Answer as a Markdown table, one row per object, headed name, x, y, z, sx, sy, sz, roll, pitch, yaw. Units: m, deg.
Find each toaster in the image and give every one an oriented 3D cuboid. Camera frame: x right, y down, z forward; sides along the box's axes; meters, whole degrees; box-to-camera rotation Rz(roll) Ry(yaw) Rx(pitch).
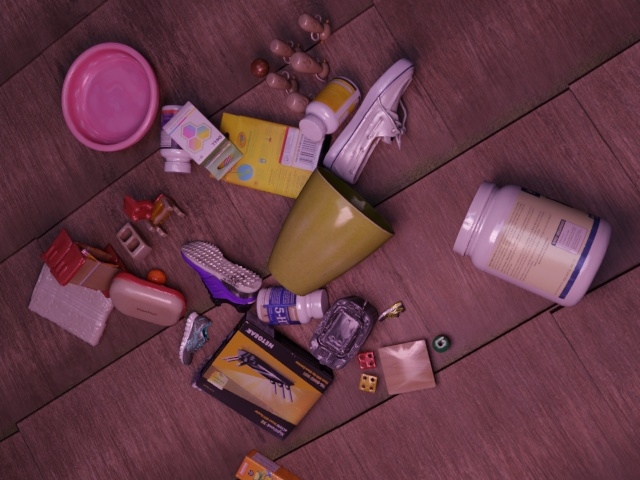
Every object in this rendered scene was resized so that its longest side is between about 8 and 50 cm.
| name | x | y | z | sx | sy | sz | roll | pitch | yaw |
| --- | --- | --- | --- | --- | --- | --- | --- | --- | --- |
| toaster | 0.073 | 0.240 | 1.809 | 0.129 | 0.146 | 0.227 | 33 | 100 | 12 |

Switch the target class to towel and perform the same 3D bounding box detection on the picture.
| name | x | y | z | sx | sy | sz | roll | pitch | yaw |
| --- | --- | --- | --- | --- | --- | --- | --- | --- | --- |
| towel | -0.795 | 0.197 | 2.105 | 0.282 | 0.049 | 0.187 | 27 | 99 | 13 |

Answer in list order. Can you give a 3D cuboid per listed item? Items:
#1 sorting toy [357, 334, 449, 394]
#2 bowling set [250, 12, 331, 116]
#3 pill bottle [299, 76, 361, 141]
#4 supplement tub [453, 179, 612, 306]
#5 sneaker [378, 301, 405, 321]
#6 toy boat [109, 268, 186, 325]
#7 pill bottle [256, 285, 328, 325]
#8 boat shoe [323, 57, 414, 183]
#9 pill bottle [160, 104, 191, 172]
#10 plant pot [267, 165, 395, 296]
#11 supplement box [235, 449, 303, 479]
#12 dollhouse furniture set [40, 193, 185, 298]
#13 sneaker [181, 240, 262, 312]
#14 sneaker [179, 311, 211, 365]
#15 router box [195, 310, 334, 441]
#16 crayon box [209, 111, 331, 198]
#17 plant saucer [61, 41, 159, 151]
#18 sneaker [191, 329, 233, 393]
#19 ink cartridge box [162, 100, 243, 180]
| name | x | y | z | sx | sy | sz | roll | pitch | yaw |
| --- | --- | --- | --- | --- | --- | --- | --- | --- | --- |
| sorting toy | 0.233 | 0.350 | 1.818 | 0.275 | 0.046 | 0.132 | -14 | 87 | 15 |
| bowling set | -0.080 | -0.496 | 1.861 | 0.200 | 0.154 | 0.287 | 15 | 97 | 34 |
| pill bottle | 0.024 | -0.357 | 1.794 | 0.103 | 0.103 | 0.184 | 32 | 62 | 13 |
| supplement tub | 0.521 | 0.001 | 1.634 | 0.325 | 0.235 | 0.235 | 24 | 97 | 14 |
| sneaker | 0.199 | 0.206 | 1.832 | 0.083 | 0.031 | 0.035 | -38 | 82 | 13 |
| toy boat | -0.514 | 0.151 | 1.984 | 0.231 | 0.151 | 0.151 | 19 | 137 | -11 |
| pill bottle | -0.077 | 0.184 | 1.868 | 0.187 | 0.112 | 0.112 | -5 | 90 | 16 |
| boat shoe | 0.169 | -0.305 | 1.780 | 0.156 | 0.136 | 0.367 | 40 | 104 | 12 |
| pill bottle | -0.423 | -0.300 | 1.959 | 0.108 | 0.108 | 0.193 | 3 | 92 | 16 |
| plant pot | 0.000 | 0.000 | 1.758 | 0.275 | 0.275 | 0.293 | 43 | 101 | 11 |
| supplement box | -0.127 | 0.709 | 1.909 | 0.233 | 0.080 | 0.078 | 28 | 96 | 16 |
| dollhouse furniture set | -0.621 | -0.018 | 1.966 | 0.374 | 0.201 | 0.152 | -48 | 59 | 5 |
| sneaker | -0.310 | 0.119 | 1.940 | 0.293 | 0.102 | 0.146 | 32 | 125 | 25 |
| sneaker | -0.376 | 0.303 | 1.982 | 0.076 | 0.065 | 0.166 | 15 | 96 | 11 |
| router box | -0.156 | 0.385 | 1.852 | 0.309 | 0.081 | 0.243 | 36 | 100 | -11 |
| crayon box | -0.146 | -0.242 | 1.896 | 0.319 | 0.081 | 0.202 | 16 | 95 | 14 |
| plant saucer | -0.639 | -0.438 | 2.031 | 0.332 | 0.084 | 0.332 | 0 | 91 | 17 |
| sneaker | -0.252 | 0.353 | 1.946 | 0.281 | 0.105 | 0.115 | -43 | 114 | 8 |
| ink cartridge box | -0.333 | -0.282 | 1.860 | 0.109 | 0.062 | 0.209 | -45 | 84 | 3 |
